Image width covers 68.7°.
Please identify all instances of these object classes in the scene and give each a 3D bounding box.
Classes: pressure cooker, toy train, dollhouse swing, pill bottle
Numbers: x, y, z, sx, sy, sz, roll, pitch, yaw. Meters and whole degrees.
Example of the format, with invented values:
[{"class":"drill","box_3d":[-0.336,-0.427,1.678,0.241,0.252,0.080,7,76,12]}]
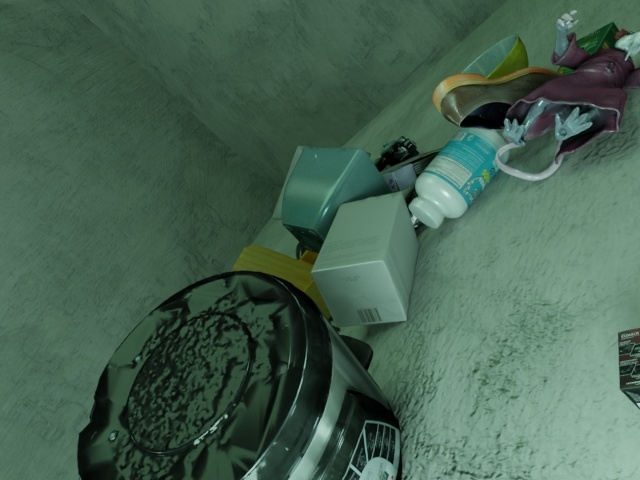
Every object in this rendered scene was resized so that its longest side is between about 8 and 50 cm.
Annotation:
[{"class":"pressure cooker","box_3d":[-0.075,0.293,0.705,0.369,0.420,0.376,-26,40,7]},{"class":"toy train","box_3d":[0.244,-0.264,1.814,0.334,0.142,0.190,-46,0,21]},{"class":"dollhouse swing","box_3d":[-0.071,0.058,1.466,0.315,0.305,0.347,-51,10,26]},{"class":"pill bottle","box_3d":[0.339,-0.158,1.174,0.264,0.146,0.146,-49,14,-5]}]

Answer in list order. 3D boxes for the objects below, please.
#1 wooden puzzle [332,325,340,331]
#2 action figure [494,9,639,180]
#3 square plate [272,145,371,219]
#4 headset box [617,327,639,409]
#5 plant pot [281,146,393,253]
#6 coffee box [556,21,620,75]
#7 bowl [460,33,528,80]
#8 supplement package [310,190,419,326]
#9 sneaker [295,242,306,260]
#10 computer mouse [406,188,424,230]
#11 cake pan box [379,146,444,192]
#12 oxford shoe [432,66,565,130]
[{"class":"wooden puzzle","box_3d":[0.026,0.257,1.286,0.049,0.006,0.083,-52,14,-15]},{"class":"action figure","box_3d":[0.562,-0.300,0.949,0.370,0.248,0.276,-41,-32,-23]},{"class":"square plate","box_3d":[0.010,-0.209,1.881,0.049,0.343,0.347,57,136,39]},{"class":"headset box","box_3d":[0.350,0.139,0.500,0.032,0.062,0.083,-32,21,47]},{"class":"plant pot","box_3d":[0.034,-0.095,1.370,0.247,0.248,0.252,11,63,45]},{"class":"coffee box","box_3d":[0.681,-0.470,1.206,0.184,0.040,0.113,-54,15,-21]},{"class":"bowl","box_3d":[0.520,-0.456,1.417,0.289,0.156,0.289,-45,14,14]},{"class":"supplement package","box_3d":[0.122,0.040,1.132,0.177,0.175,0.293,-11,31,26]},{"class":"sneaker","box_3d":[0.000,0.000,1.878,0.130,0.109,0.286,-24,29,49]},{"class":"computer mouse","box_3d":[0.273,-0.075,1.334,0.272,0.072,0.188,-55,10,22]},{"class":"cake pan box","box_3d":[0.287,-0.218,1.473,0.245,0.070,0.267,-27,9,-12]},{"class":"oxford shoe","box_3d":[0.449,-0.314,1.101,0.130,0.363,0.133,96,161,-53]}]
